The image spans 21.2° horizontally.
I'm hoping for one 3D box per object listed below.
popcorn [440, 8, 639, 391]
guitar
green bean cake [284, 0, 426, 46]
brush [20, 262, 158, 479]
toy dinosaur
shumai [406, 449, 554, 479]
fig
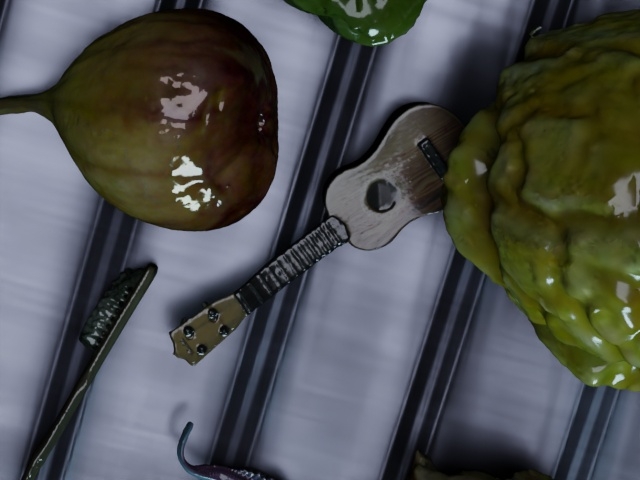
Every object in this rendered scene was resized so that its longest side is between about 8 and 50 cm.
[{"bbox_3d":[0.242,-0.036,1.194,0.282,0.247,0.282,-5,101,-26],"label":"popcorn"},{"bbox_3d":[-0.001,0.000,1.264,0.271,0.038,0.084,-37,103,-3],"label":"guitar"},{"bbox_3d":[0.028,-0.282,1.174,0.222,0.125,0.248,39,93,-13],"label":"green bean cake"},{"bbox_3d":[-0.177,0.095,1.261,0.027,0.034,0.190,30,95,-3],"label":"brush"},{"bbox_3d":[-0.050,0.217,1.297,0.080,0.045,0.197,-45,111,-12],"label":"toy dinosaur"},{"bbox_3d":[0.104,0.257,1.290,0.201,0.120,0.201,-7,99,-52],"label":"shumai"},{"bbox_3d":[-0.140,-0.079,1.176,0.230,0.143,0.160,-8,132,-8],"label":"fig"}]
